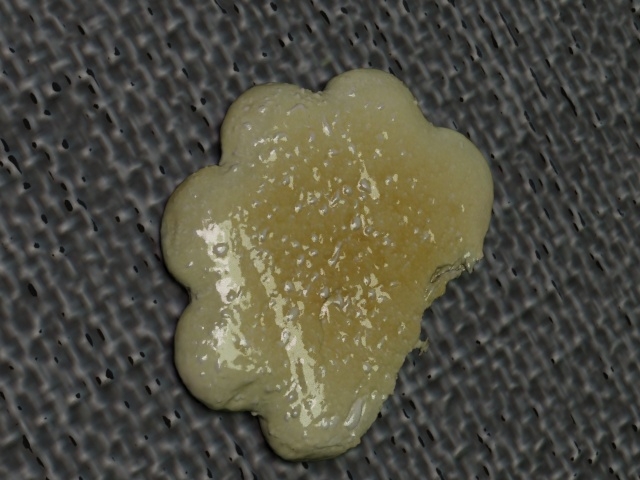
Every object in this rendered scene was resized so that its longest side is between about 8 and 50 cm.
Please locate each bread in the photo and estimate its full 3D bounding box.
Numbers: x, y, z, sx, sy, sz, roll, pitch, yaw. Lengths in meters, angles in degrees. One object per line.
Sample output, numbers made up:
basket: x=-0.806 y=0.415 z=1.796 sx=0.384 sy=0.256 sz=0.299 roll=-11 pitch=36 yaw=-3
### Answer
bread: x=0.000 y=0.000 z=1.087 sx=0.182 sy=0.039 sz=0.251 roll=41 pitch=63 yaw=-16
